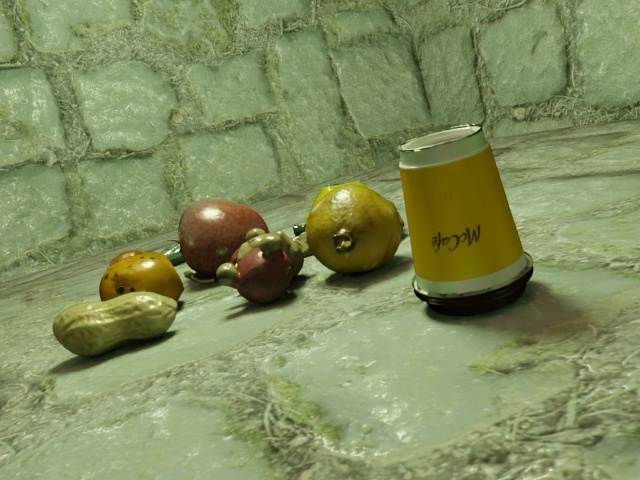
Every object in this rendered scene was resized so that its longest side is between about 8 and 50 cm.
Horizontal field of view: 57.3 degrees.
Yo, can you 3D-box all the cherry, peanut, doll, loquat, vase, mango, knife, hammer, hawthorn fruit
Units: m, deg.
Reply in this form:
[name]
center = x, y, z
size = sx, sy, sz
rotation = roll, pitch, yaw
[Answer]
[cherry]
center = -0.279, -0.008, 1.670
size = 0.308, 0.221, 0.261
rotation = 4, 4, -14
[peanut]
center = -0.426, 0.174, 1.219
size = 0.257, 0.123, 0.123
rotation = -11, 10, -2
[doll]
center = -0.127, 0.049, 1.341
size = 0.196, 0.152, 0.256
rotation = -1, 8, 7
[loquat]
center = 0.070, -0.020, 1.289
size = 0.214, 0.213, 0.246
rotation = -12, 12, 16
[vase]
center = -0.534, 0.057, 2.079
size = 0.086, 0.086, 0.214
rotation = -4, 20, 45
[mango]
center = -0.454, 0.112, 1.470
size = 0.191, 0.159, 0.290
rotation = -27, 9, -15
[knife]
center = -0.359, 0.103, 1.732
size = 0.046, 0.022, 0.256
rotation = -13, 8, -25
[hammer]
center = -0.008, -0.051, 1.794
size = 0.168, 0.044, 0.440
rotation = -16, 1, -1
[hawthorn fruit]
center = -0.553, 0.120, 1.684
size = 0.149, 0.149, 0.189
rotation = -4, 55, 46

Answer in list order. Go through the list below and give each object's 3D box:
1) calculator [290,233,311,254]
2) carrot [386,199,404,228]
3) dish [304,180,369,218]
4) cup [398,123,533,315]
[calculator]
center = 0.000, 0.000, 1.688
size = 0.246, 0.045, 0.141
rotation = -15, 10, -1
[carrot]
center = 0.174, -0.040, 1.581
size = 0.102, 0.101, 0.263
rotation = -14, 16, 6
[dish]
center = 0.075, -0.150, 2.106
size = 0.263, 0.108, 0.221
rotation = -11, 3, -16
[cup]
center = 0.219, -0.031, 0.925
size = 0.197, 0.279, 0.196
rotation = -15, 17, 5
